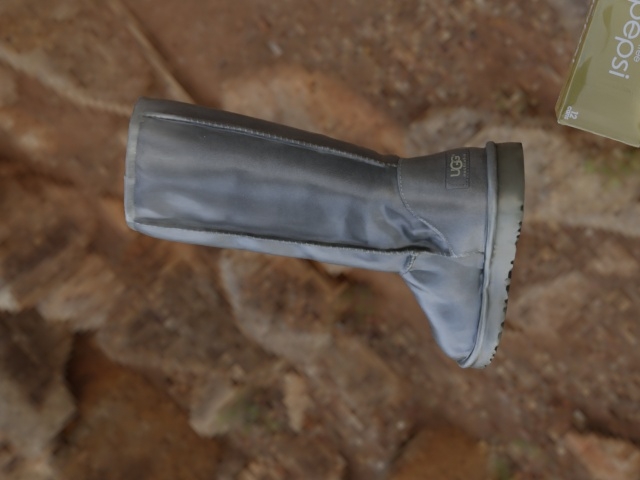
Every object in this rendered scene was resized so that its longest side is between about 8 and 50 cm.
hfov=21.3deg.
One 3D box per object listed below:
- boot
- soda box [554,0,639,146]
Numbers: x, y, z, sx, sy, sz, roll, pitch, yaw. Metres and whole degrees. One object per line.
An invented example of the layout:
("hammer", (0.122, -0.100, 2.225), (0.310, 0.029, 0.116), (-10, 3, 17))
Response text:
("boot", (0.000, -0.001, 0.935), (0.189, 0.209, 0.076), (90, 180, -48))
("soda box", (0.208, -0.157, 1.107), (0.058, 0.181, 0.061), (17, -165, 2))
